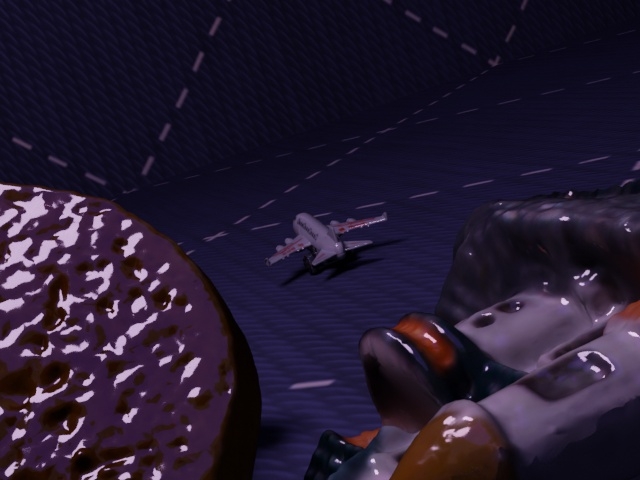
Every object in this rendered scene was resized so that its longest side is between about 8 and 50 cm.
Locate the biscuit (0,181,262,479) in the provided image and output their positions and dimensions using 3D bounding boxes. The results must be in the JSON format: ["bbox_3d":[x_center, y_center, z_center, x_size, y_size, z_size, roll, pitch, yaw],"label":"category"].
[{"bbox_3d":[-0.217,0.135,0.622,0.350,0.070,0.394,22,59,20],"label":"biscuit"}]

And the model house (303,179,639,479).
[{"bbox_3d":[0.059,0.110,0.585,0.300,0.190,0.271,-22,14,-19],"label":"model house"}]

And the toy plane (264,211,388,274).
[{"bbox_3d":[0.000,0.000,1.501,0.162,0.066,0.171,-21,10,-14],"label":"toy plane"}]
